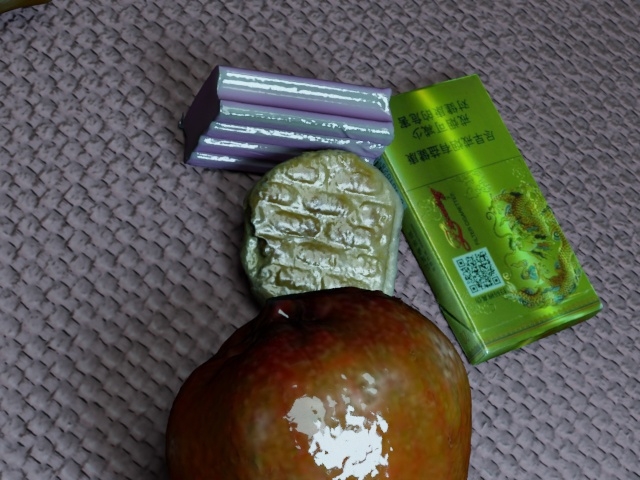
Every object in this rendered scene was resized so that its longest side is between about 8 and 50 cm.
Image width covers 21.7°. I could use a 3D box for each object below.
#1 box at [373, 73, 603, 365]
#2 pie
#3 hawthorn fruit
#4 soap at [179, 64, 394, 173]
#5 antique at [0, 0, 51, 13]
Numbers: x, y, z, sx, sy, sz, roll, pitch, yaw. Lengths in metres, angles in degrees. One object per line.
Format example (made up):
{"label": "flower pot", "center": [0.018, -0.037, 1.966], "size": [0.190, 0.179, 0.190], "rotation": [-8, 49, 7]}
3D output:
{"label": "box", "center": [0.170, -0.029, 1.847], "size": [0.173, 0.043, 0.311], "rotation": [-19, 74, -30]}
{"label": "pie", "center": [0.000, 0.000, 1.725], "size": [0.195, 0.046, 0.195], "rotation": [2, 85, -21]}
{"label": "hawthorn fruit", "center": [-0.002, 0.196, 1.536], "size": [0.295, 0.295, 0.311], "rotation": [4, 88, -22]}
{"label": "soap", "center": [-0.033, -0.120, 1.755], "size": [0.203, 0.122, 0.065], "rotation": [6, 62, -23]}
{"label": "antique", "center": [-0.391, -0.323, 1.691], "size": [0.278, 0.129, 0.223], "rotation": [9, 62, -20]}
